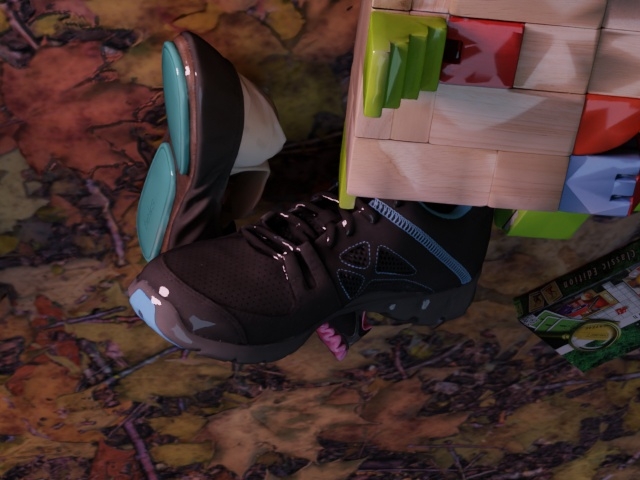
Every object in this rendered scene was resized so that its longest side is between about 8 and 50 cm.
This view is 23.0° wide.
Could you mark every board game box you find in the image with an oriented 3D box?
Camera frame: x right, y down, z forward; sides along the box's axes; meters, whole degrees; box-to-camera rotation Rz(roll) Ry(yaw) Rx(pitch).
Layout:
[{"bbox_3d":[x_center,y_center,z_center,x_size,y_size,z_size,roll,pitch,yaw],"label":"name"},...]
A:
[{"bbox_3d":[0.326,0.040,1.480,0.259,0.030,0.136,-28,141,25],"label":"board game box"}]

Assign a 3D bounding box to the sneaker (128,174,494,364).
[{"bbox_3d":[0.000,0.000,1.249,0.340,0.125,0.140,-12,132,-39],"label":"sneaker"}]

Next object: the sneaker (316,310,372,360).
[{"bbox_3d":[0.016,0.060,1.445,0.057,0.047,0.119,-32,143,-5],"label":"sneaker"}]

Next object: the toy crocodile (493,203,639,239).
[{"bbox_3d":[0.224,-0.108,1.215,0.115,0.105,0.340,1,147,-17],"label":"toy crocodile"}]

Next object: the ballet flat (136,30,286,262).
[{"bbox_3d":[-0.084,-0.073,1.211,0.096,0.095,0.280,-8,155,-16],"label":"ballet flat"}]

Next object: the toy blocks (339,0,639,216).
[{"bbox_3d":[0.160,-0.160,1.004,0.260,0.191,0.381,5,128,-3],"label":"toy blocks"}]
